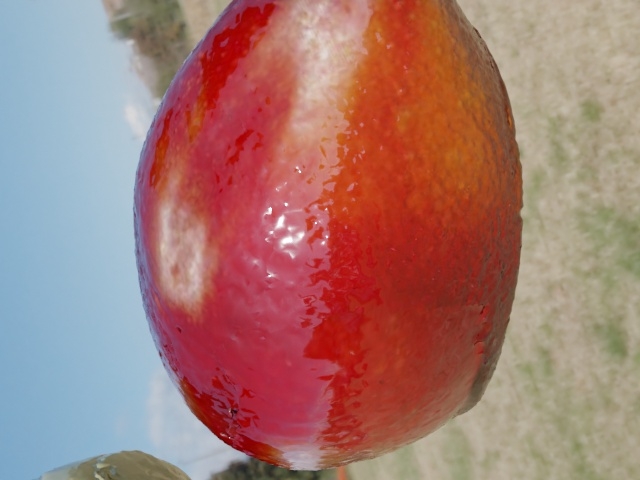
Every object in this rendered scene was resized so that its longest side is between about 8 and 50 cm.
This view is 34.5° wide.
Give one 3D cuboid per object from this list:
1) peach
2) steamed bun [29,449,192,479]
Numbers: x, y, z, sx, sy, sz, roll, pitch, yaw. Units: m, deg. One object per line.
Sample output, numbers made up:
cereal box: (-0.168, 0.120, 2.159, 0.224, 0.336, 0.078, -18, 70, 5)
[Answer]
peach: (0.002, 0.006, 0.456, 0.154, 0.159, 0.267, 59, 152, 31)
steamed bun: (-0.206, 0.331, 0.856, 0.290, 0.272, 0.273, 32, 101, 49)
